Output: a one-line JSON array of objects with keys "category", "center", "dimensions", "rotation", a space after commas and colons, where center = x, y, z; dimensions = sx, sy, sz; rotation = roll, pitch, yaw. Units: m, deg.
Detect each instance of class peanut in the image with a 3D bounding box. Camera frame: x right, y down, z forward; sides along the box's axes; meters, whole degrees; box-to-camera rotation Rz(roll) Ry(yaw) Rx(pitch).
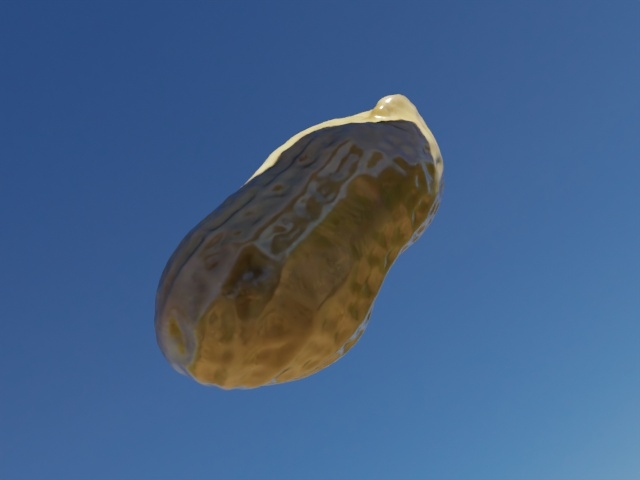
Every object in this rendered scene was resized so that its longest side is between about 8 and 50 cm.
[{"category": "peanut", "center": [0.000, 0.000, 0.513], "dimensions": [0.194, 0.093, 0.083], "rotation": [-43, 12, -34]}]
